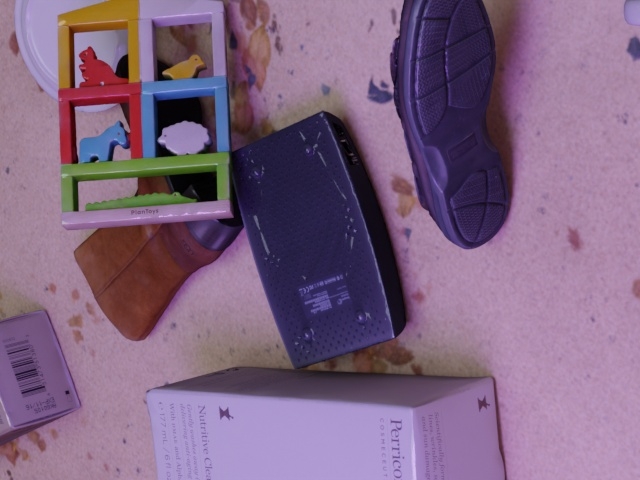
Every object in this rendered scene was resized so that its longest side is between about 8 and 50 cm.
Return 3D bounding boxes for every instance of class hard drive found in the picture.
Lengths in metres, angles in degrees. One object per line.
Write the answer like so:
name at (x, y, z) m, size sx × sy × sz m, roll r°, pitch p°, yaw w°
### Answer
hard drive at (0.000, 0.000, 1.844) m, size 0.172 × 0.054 × 0.254 m, roll -21°, pitch 84°, yaw 41°

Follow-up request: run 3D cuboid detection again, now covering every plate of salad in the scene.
plate of salad at (-0.288, -0.254, 2.040) m, size 0.200 × 0.048 × 0.200 m, roll 12°, pitch 112°, yaw 30°

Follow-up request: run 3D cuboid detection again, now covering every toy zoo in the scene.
toy zoo at (-0.197, -0.162, 1.889) m, size 0.192 × 0.030 × 0.293 m, roll -5°, pitch 76°, yaw 4°

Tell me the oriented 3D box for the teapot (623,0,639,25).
teapot at (0.412, -0.194, 1.358) m, size 0.252 × 0.187 × 0.256 m, roll 52°, pitch 128°, yaw 20°

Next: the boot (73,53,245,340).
boot at (-0.217, -0.051, 2.024) m, size 0.264 × 0.096 × 0.280 m, roll 55°, pitch 136°, yaw 8°

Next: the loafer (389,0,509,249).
loafer at (0.111, -0.130, 1.647) m, size 0.095 × 0.109 × 0.302 m, roll 33°, pitch 144°, yaw 47°

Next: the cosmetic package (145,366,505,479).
cosmetic package at (0.004, 0.256, 1.828) m, size 0.385 × 0.156 × 0.217 m, roll -3°, pitch 95°, yaw 42°

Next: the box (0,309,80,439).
box at (-0.475, 0.215, 2.258) m, size 0.311 × 0.121 × 0.148 m, roll -28°, pitch 81°, yaw 41°
